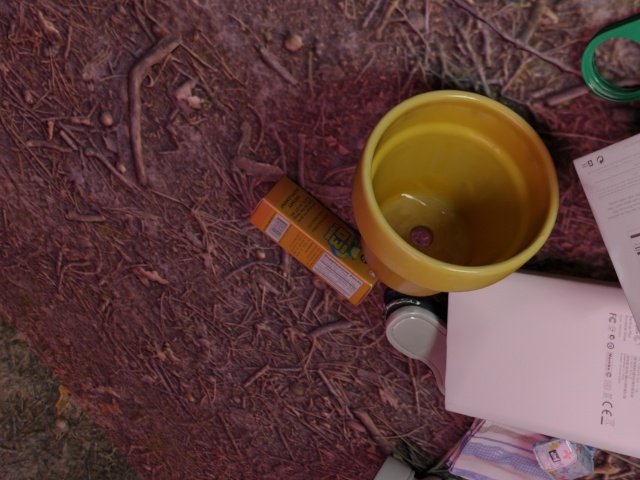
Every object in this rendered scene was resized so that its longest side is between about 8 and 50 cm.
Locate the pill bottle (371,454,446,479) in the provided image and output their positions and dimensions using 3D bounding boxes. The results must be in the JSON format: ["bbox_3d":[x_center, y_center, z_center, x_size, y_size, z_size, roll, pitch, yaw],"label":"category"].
[{"bbox_3d":[0.251,0.610,1.809,0.392,0.224,0.224,31,142,11],"label":"pill bottle"}]

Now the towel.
[{"bbox_3d":[0.354,0.371,1.601,0.209,0.034,0.285,19,140,3],"label":"towel"}]

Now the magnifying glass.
[{"bbox_3d":[0.372,-0.236,1.005,0.092,0.026,0.231,39,145,2],"label":"magnifying glass"}]

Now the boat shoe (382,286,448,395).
[{"bbox_3d":[0.209,0.171,1.503,0.114,0.091,0.302,-30,127,18],"label":"boat shoe"}]

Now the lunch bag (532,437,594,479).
[{"bbox_3d":[0.397,0.355,1.503,0.071,0.053,0.083,-26,118,32],"label":"lunch bag"}]

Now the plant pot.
[{"bbox_3d":[0.157,-0.037,1.231,0.254,0.254,0.239,36,159,5],"label":"plant pot"}]

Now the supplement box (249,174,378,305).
[{"bbox_3d":[0.000,0.000,1.521,0.233,0.078,0.080,40,140,-1],"label":"supplement box"}]

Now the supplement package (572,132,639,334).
[{"bbox_3d":[0.415,-0.010,1.031,0.134,0.139,0.244,-24,86,51],"label":"supplement package"}]

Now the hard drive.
[{"bbox_3d":[0.346,0.166,1.293,0.353,0.047,0.232,8,104,33],"label":"hard drive"}]
